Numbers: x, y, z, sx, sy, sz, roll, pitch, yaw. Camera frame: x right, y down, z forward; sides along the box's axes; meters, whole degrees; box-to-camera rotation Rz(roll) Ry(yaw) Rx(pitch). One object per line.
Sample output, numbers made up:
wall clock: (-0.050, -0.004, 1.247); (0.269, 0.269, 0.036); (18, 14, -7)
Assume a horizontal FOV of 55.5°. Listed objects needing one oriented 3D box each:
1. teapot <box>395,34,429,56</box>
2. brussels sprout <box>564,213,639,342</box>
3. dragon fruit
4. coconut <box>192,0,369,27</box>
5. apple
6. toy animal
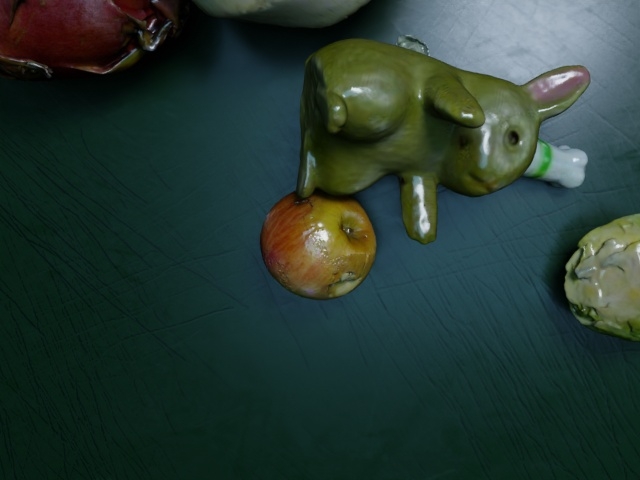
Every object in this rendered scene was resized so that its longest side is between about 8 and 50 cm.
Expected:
teapot: (0.110, -0.217, 0.749); (0.057, 0.083, 0.067); (-38, 88, 5)
brussels sprout: (0.380, 0.050, 0.726); (0.152, 0.122, 0.149); (20, 91, 40)
dragon fruit: (-0.323, -0.300, 0.722); (0.315, 0.250, 0.250); (20, 98, 12)
coconut: (-0.059, -0.408, 0.631); (0.353, 0.352, 0.352); (1, 96, 7)
apple: (0.000, 0.000, 0.752); (0.147, 0.146, 0.146); (1, 96, 7)
toy animal: (0.149, -0.112, 0.668); (0.363, 0.181, 0.180); (12, 53, -1)
